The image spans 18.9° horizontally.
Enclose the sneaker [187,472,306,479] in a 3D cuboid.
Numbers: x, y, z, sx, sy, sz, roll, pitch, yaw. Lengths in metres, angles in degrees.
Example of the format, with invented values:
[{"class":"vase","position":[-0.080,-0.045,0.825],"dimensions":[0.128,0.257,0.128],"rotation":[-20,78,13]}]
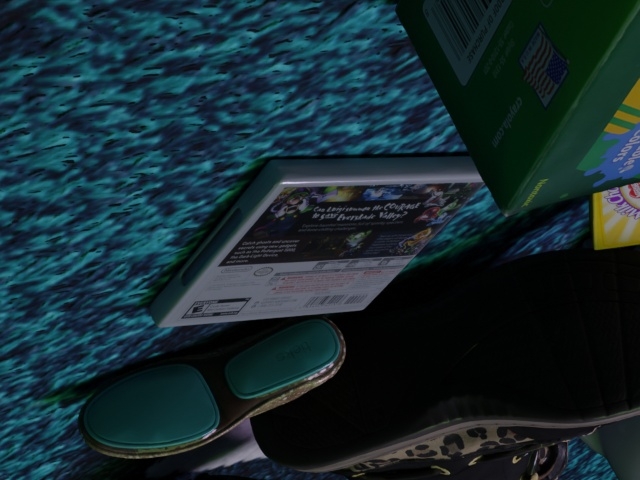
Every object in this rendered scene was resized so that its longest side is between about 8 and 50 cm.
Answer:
[{"class":"sneaker","position":[-0.104,0.238,1.566],"dimensions":[0.286,0.109,0.130],"rotation":[-13,148,13]}]

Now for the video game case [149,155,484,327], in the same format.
[{"class":"video game case","position":[0.000,0.000,1.319],"dimensions":[0.190,0.022,0.173],"rotation":[-3,147,-40]}]

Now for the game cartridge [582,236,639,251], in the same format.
[{"class":"game cartridge","position":[0.341,-0.063,1.488],"dimensions":[0.196,0.060,0.294],"rotation":[-16,154,-30]}]

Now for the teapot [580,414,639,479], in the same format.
[{"class":"teapot","position":[0.343,0.105,1.681],"dimensions":[0.256,0.187,0.252],"rotation":[-32,-170,-28]}]

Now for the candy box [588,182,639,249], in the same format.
[{"class":"candy box","position":[0.240,-0.063,1.348],"dimensions":[0.105,0.027,0.206],"rotation":[-6,147,5]}]

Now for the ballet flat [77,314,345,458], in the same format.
[{"class":"ballet flat","position":[-0.079,0.114,1.418],"dimensions":[0.206,0.073,0.067],"rotation":[-17,166,-12]}]

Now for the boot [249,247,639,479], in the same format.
[{"class":"boot","position":[0.158,0.132,1.553],"dimensions":[0.377,0.138,0.284],"rotation":[-17,157,10]}]

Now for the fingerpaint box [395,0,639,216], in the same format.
[{"class":"fingerpaint box","position":[0.290,-0.222,0.978],"dimensions":[0.371,0.163,0.445],"rotation":[-13,153,-26]}]
